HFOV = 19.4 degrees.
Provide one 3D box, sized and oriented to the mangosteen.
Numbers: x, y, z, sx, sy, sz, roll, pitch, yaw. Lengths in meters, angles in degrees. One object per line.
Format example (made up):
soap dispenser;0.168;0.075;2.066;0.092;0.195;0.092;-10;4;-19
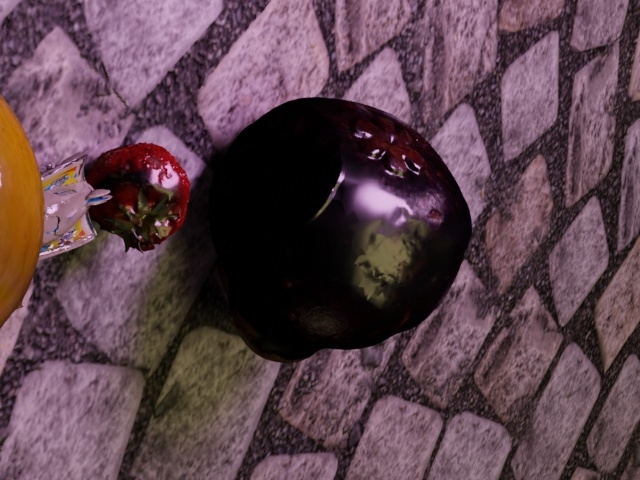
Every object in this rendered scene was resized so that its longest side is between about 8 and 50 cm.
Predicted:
mangosteen;-0.001;-0.003;1.857;0.233;0.288;0.287;37;75;-48

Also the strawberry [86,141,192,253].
strawberry;-0.167;-0.047;1.712;0.106;0.106;0.106;-34;134;-44

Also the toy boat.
toy boat;-0.270;-0.008;1.593;0.210;0.066;0.084;-32;131;-44

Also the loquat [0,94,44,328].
loquat;-0.332;-0.027;1.323;0.275;0.275;0.274;-34;134;-44
